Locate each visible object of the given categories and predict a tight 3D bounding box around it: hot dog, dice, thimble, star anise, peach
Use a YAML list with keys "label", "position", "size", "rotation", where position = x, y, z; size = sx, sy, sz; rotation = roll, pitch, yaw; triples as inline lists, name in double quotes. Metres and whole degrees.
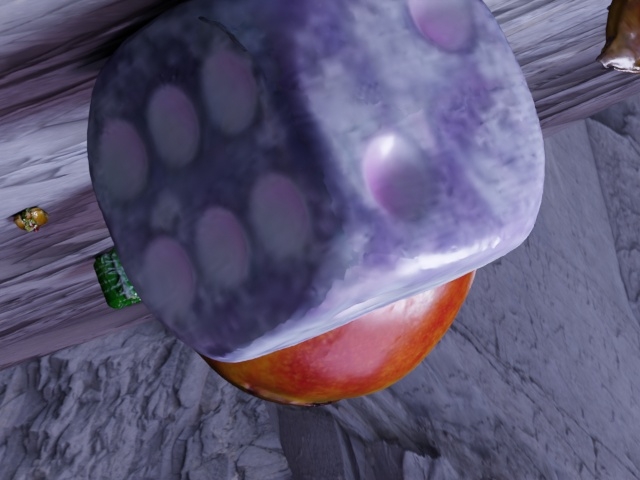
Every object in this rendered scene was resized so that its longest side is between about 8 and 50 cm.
- label: "hot dog"
  position: [-0.329, -0.022, 2.150]
  size: [0.037, 0.021, 0.083]
  rotation: [-23, 177, 1]
- label: "dice"
  position: [-0.004, -0.070, 1.513]
  size: [0.271, 0.270, 0.270]
  rotation: [-18, 173, -43]
- label: "thimble"
  position: [-0.274, 0.047, 2.823]
  size: [0.118, 0.090, 0.130]
  rotation: [-23, 176, 28]
- label: "star anise"
  position: [0.458, -0.281, 2.085]
  size: [0.346, 0.148, 0.237]
  rotation: [-12, 177, -6]
- label: "peach"
  position: [0.000, 0.000, 2.126]
  size: [0.370, 0.370, 0.370]
  rotation: [-22, 176, -2]
